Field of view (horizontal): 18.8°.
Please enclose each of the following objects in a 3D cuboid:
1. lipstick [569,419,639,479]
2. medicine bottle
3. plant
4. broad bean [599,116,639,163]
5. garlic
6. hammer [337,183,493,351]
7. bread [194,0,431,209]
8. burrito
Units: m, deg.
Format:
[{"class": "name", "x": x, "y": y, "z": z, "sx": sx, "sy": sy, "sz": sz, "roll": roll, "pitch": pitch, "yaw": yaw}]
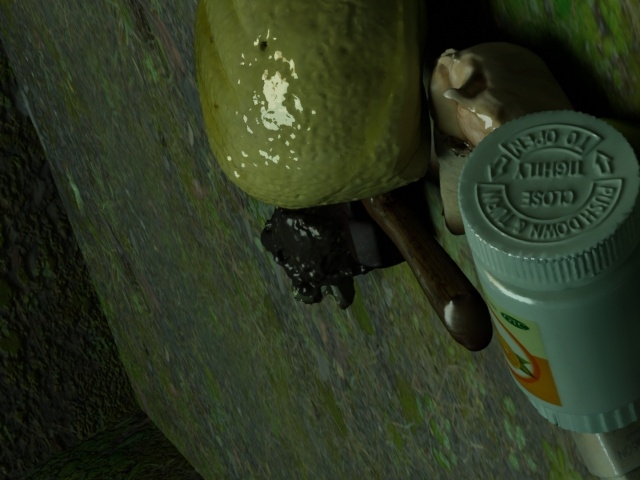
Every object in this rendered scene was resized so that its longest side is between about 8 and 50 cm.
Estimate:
[{"class": "lipstick", "x": 0.321, "y": 0.224, "z": 2.021, "sx": 0.253, "sy": 0.079, "sz": 0.077, "roll": 62, "pitch": 161, "yaw": -8}, {"class": "medicine bottle", "x": 0.224, "y": 0.039, "z": 1.714, "sx": 0.158, "sy": 0.158, "sz": 0.318, "roll": 48, "pitch": 169, "yaw": 36}, {"class": "plant", "x": 0.000, "y": 0.000, "z": 2.487, "sx": 0.142, "sy": 0.131, "sz": 0.203, "roll": 47, "pitch": 159, "yaw": 30}, {"class": "broad bean", "x": 0.333, "y": -0.028, "z": 1.640, "sx": 0.075, "sy": 0.067, "sz": 0.325, "roll": 36, "pitch": -179, "yaw": -43}, {"class": "garlic", "x": 0.190, "y": -0.107, "z": 1.821, "sx": 0.217, "sy": 0.110, "sz": 0.228, "roll": 50, "pitch": 180, "yaw": 16}, {"class": "hammer", "x": 0.092, "y": -0.010, "z": 2.134, "sx": 0.409, "sy": 0.095, "sz": 0.242, "roll": -118, "pitch": 10, "yaw": -57}, {"class": "bread", "x": -0.009, "y": -0.189, "z": 1.959, "sx": 0.320, "sy": 0.237, "sz": 0.321, "roll": 169, "pitch": 90, "yaw": -84}, {"class": "burrito", "x": 0.153, "y": -0.081, "z": 2.037, "sx": 0.226, "sy": 0.060, "sz": 0.087, "roll": 79, "pitch": -167, "yaw": -58}]
